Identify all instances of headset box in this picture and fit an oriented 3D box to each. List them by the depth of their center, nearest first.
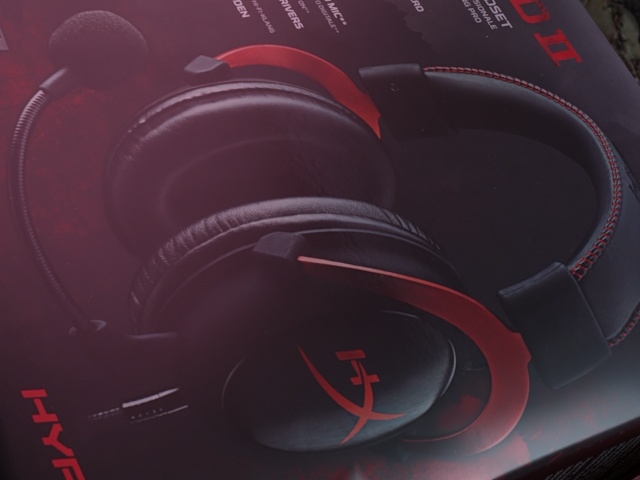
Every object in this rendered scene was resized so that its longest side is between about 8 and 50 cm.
[{"bbox_3d":[0.000,0.000,0.426,0.293,0.110,0.218,-16,65,-31],"label":"headset box"}]

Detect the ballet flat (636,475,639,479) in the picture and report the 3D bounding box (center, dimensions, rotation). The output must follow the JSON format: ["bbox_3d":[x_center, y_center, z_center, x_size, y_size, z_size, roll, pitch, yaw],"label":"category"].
[{"bbox_3d":[0.204,0.112,0.591,0.086,0.086,0.248,13,10,27],"label":"ballet flat"}]
